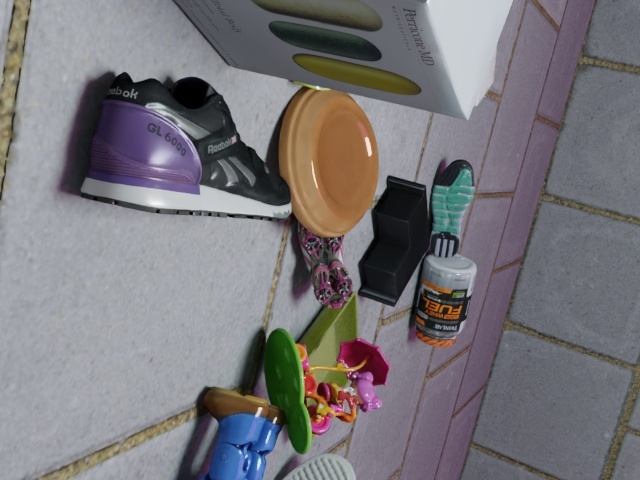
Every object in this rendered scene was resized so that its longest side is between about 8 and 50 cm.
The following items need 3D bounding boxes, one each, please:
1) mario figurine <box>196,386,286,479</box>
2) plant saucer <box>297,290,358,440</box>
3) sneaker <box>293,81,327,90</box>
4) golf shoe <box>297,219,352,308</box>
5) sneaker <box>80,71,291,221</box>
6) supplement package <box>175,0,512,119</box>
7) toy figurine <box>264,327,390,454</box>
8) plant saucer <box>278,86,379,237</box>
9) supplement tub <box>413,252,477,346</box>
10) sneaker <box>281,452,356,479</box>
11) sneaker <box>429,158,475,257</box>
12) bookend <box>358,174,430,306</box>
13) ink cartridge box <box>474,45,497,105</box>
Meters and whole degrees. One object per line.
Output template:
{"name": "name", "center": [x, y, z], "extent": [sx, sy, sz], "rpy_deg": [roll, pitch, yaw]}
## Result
{"name": "mario figurine", "center": [-0.156, 0.343, 0.951], "extent": [0.198, 0.170, 0.321], "rpy_deg": [28, 65, -30]}
{"name": "plant saucer", "center": [-0.001, 0.197, 1.235], "extent": [0.188, 0.045, 0.188], "rpy_deg": [-51, 149, -40]}
{"name": "sneaker", "center": [0.018, -0.225, 0.968], "extent": [0.144, 0.053, 0.059], "rpy_deg": [-34, 134, -57]}
{"name": "golf shoe", "center": [0.000, 0.000, 1.093], "extent": [0.086, 0.067, 0.186], "rpy_deg": [-119, -158, -64]}
{"name": "sneaker", "center": [-0.100, -0.087, 0.743], "extent": [0.283, 0.107, 0.124], "rpy_deg": [1, 100, -66]}
{"name": "supplement package", "center": [0.025, -0.260, 0.687], "extent": [0.198, 0.262, 0.199], "rpy_deg": [-68, 156, -9]}
{"name": "toy figurine", "center": [0.025, 0.195, 1.056], "extent": [0.159, 0.173, 0.130], "rpy_deg": [-3, 142, -25]}
{"name": "plant saucer", "center": [0.020, -0.103, 0.996], "extent": [0.200, 0.037, 0.200], "rpy_deg": [3, 87, -56]}
{"name": "supplement tub", "center": [0.269, 0.129, 1.701], "extent": [0.117, 0.117, 0.190], "rpy_deg": [-31, 133, -57]}
{"name": "sneaker", "center": [-0.055, 0.518, 1.261], "extent": [0.366, 0.135, 0.150], "rpy_deg": [-56, 161, -14]}
{"name": "sneaker", "center": [0.270, -0.079, 1.636], "extent": [0.098, 0.083, 0.224], "rpy_deg": [-74, 174, -60]}
{"name": "bookend", "center": [0.123, 0.002, 1.338], "extent": [0.157, 0.072, 0.156], "rpy_deg": [-57, 152, -31]}
{"name": "ink cartridge box", "center": [0.255, -0.314, 1.384], "extent": [0.090, 0.092, 0.143], "rpy_deg": [-52, 149, -38]}
